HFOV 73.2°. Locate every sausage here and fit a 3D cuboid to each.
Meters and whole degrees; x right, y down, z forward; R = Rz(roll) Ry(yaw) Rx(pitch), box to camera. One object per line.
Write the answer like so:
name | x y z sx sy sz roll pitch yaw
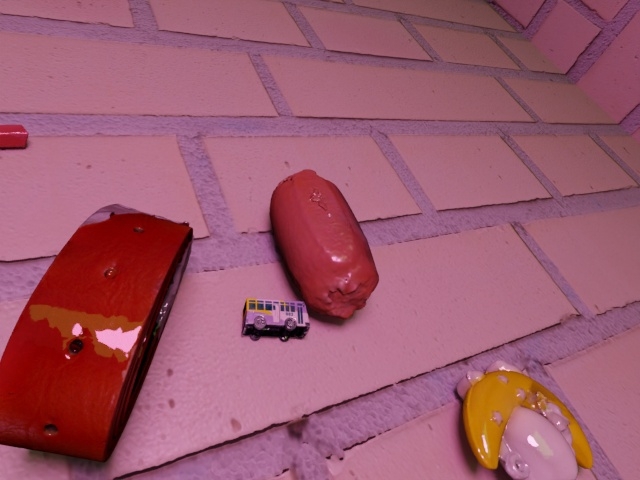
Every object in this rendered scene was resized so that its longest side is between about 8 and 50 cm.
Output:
sausage | 0.000 0.000 0.746 0.152 0.152 0.280 -6 55 -27

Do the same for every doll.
doll | 0.316 0.307 0.665 0.237 0.111 0.252 -10 55 -48

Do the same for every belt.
belt | -0.247 0.088 0.518 0.115 0.227 0.324 19 35 -12

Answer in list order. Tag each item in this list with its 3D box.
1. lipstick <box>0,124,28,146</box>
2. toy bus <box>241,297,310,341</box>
lipstick | -0.638 -0.158 0.668 0.312 0.051 0.051 -11 57 -33
toy bus | -0.071 0.124 0.682 0.102 0.052 0.058 6 52 -17
